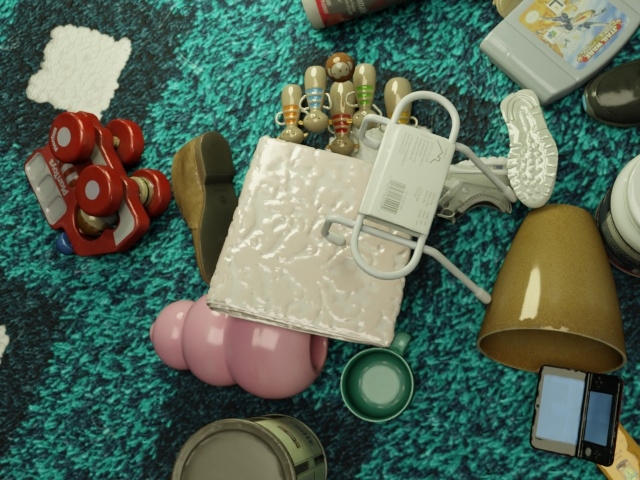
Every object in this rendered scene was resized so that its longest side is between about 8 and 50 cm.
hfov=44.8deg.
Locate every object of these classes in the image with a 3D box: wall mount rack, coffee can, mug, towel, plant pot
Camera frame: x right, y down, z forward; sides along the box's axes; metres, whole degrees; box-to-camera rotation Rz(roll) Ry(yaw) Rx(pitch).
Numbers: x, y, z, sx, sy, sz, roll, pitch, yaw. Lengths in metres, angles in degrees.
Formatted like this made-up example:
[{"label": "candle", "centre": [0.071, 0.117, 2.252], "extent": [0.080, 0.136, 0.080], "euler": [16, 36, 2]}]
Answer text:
[{"label": "wall mount rack", "centre": [0.179, -0.059, 1.279], "extent": [0.304, 0.130, 0.350], "euler": [20, 67, 1]}, {"label": "coffee can", "centre": [-0.110, 0.401, 1.319], "extent": [0.201, 0.275, 0.201], "euler": [-2, 79, 11]}, {"label": "mug", "centre": [0.118, 0.253, 1.395], "extent": [0.157, 0.097, 0.129], "euler": [-29, 75, 4]}, {"label": "towel", "centre": [0.000, 0.000, 1.334], "extent": [0.317, 0.053, 0.332], "euler": [14, 67, 3]}, {"label": "plant pot", "centre": [0.399, 0.076, 1.327], "extent": [0.237, 0.237, 0.254], "euler": [6, 65, 12]}]

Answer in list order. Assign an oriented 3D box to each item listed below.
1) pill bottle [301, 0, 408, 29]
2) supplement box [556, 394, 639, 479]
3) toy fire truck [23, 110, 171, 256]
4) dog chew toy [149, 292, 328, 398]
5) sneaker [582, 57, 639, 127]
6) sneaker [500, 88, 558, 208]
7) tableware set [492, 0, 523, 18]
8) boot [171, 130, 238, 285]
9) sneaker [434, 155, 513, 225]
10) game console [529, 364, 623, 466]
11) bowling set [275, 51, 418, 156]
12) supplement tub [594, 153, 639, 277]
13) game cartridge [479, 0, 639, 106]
[{"label": "pill bottle", "centre": [0.110, -0.539, 1.504], "extent": [0.318, 0.176, 0.176], "euler": [-16, 77, 8]}, {"label": "supplement box", "centre": [0.501, 0.365, 1.312], "extent": [0.078, 0.080, 0.233], "euler": [-38, 74, 3]}, {"label": "toy fire truck", "centre": [-0.464, -0.100, 1.558], "extent": [0.254, 0.169, 0.302], "euler": [-38, 73, 27]}, {"label": "dog chew toy", "centre": [-0.158, 0.179, 1.419], "extent": [0.331, 0.206, 0.207], "euler": [1, 80, 20]}, {"label": "sneaker", "centre": [0.642, -0.290, 1.375], "extent": [0.340, 0.139, 0.125], "euler": [-10, 81, 11]}, {"label": "sneaker", "centre": [0.383, -0.156, 1.392], "extent": [0.090, 0.095, 0.235], "euler": [-9, 61, 22]}, {"label": "tableware set", "centre": [0.354, -0.516, 1.490], "extent": [0.168, 0.020, 0.141], "euler": [36, 84, -24]}, {"label": "boot", "centre": [-0.228, -0.053, 1.537], "extent": [0.115, 0.112, 0.305], "euler": [-12, 80, 39]}, {"label": "sneaker", "centre": [0.220, -0.083, 1.436], "extent": [0.281, 0.105, 0.115], "euler": [-7, 84, 12]}, {"label": "game console", "centre": [0.416, 0.282, 1.264], "extent": [0.085, 0.124, 0.144], "euler": [12, 82, -12]}, {"label": "bowling set", "centre": [0.031, -0.249, 1.461], "extent": [0.287, 0.200, 0.154], "euler": [-2, 80, 14]}, {"label": "supplement tub", "centre": [0.566, -0.045, 1.274], "extent": [0.191, 0.272, 0.191], "euler": [-2, 79, 10]}, {"label": "game cartridge", "centre": [0.474, -0.404, 1.463], "extent": [0.297, 0.062, 0.198], "euler": [-44, 73, -4]}]
